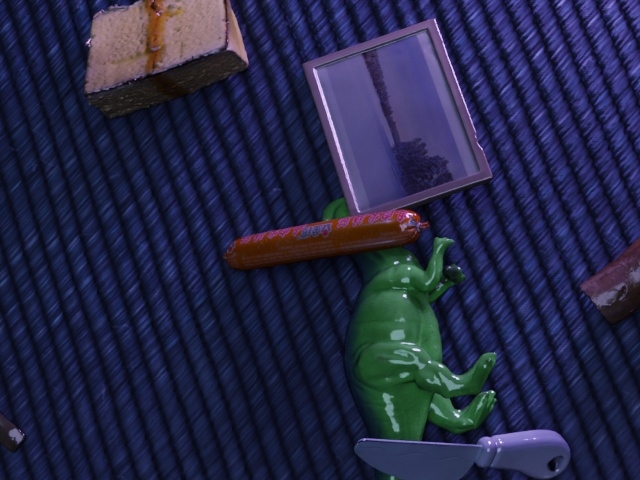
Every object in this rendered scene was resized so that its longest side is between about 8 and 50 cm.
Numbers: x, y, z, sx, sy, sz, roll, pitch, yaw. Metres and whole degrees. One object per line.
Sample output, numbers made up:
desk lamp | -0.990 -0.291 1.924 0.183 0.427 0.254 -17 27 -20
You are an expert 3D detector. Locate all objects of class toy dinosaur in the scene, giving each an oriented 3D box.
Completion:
toy dinosaur | 0.040 0.187 1.902 0.374 0.144 0.500 38 82 18

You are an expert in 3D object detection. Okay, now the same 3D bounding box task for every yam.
yam | 0.433 0.055 1.897 0.127 0.084 0.084 -39 76 4

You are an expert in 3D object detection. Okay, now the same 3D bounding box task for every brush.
brush | -0.518 0.244 2.030 0.190 0.027 0.034 40 89 13

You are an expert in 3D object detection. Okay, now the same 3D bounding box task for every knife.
knife | 0.187 0.294 1.822 0.331 0.044 0.080 2 120 -24

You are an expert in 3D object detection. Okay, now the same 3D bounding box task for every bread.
bread | -0.249 -0.309 2.038 0.240 0.135 0.178 -18 77 7

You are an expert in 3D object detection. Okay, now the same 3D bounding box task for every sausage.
sausage | 0.000 0.000 1.924 0.348 0.053 0.053 -9 77 33

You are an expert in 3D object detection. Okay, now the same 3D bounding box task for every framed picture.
framed picture | 0.108 -0.175 1.983 0.213 0.016 0.289 -19 63 5
